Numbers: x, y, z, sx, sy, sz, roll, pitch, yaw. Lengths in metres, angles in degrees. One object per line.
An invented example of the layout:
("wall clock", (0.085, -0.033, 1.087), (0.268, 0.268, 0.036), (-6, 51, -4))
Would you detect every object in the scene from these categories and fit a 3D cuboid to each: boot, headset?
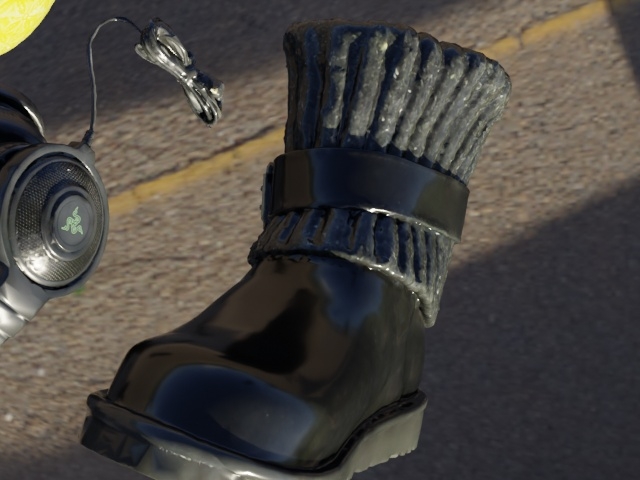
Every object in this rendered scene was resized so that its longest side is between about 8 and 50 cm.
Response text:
("boot", (-0.004, -0.001, 0.804), (0.131, 0.348, 0.260), (16, 97, 17))
("headset", (-0.259, -0.036, 1.252), (0.394, 0.243, 0.185), (-47, 138, -3))

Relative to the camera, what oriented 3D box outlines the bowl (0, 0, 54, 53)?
("bowl", (-0.424, -0.250, 1.499), (0.289, 0.289, 0.156), (4, 112, -27))
